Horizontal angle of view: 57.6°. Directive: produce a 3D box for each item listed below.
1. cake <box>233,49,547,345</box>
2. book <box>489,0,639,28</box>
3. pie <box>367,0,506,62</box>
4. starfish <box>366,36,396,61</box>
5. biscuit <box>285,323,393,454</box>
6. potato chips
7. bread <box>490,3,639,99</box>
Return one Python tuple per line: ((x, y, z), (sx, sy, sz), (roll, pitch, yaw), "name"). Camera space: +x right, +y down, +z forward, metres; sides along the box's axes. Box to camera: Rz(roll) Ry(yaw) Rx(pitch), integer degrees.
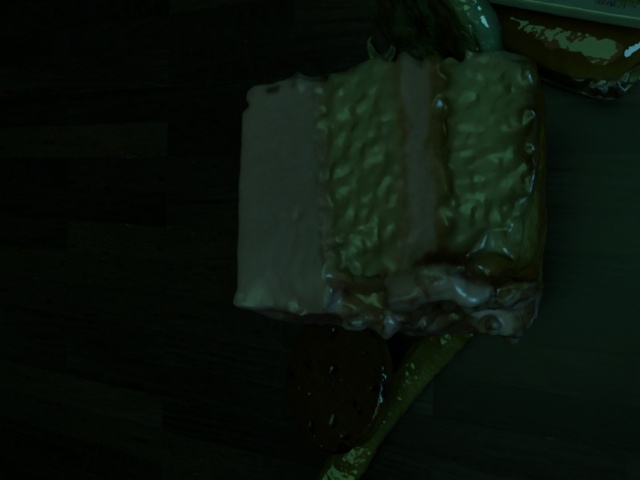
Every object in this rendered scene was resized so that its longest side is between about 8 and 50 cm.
((0.093, -0.029, 0.660), (0.307, 0.314, 0.293), (-1, 77, 22), "cake")
((0.316, -0.372, 0.651), (0.208, 0.020, 0.295), (20, 75, 21), "book")
((0.138, -0.258, 0.718), (0.054, 0.240, 0.240), (-35, 75, -6), "pie")
((0.087, -0.252, 0.847), (0.086, 0.016, 0.092), (-29, 85, 23), "starfish")
((0.022, 0.201, 0.848), (0.212, 0.036, 0.212), (-21, 60, 43), "biscuit")
((0.082, 0.264, 0.841), (0.057, 0.080, 0.407), (34, 105, 4), "potato chips")
((0.283, -0.271, 0.700), (0.241, 0.107, 0.136), (33, 103, 22), "bread")
